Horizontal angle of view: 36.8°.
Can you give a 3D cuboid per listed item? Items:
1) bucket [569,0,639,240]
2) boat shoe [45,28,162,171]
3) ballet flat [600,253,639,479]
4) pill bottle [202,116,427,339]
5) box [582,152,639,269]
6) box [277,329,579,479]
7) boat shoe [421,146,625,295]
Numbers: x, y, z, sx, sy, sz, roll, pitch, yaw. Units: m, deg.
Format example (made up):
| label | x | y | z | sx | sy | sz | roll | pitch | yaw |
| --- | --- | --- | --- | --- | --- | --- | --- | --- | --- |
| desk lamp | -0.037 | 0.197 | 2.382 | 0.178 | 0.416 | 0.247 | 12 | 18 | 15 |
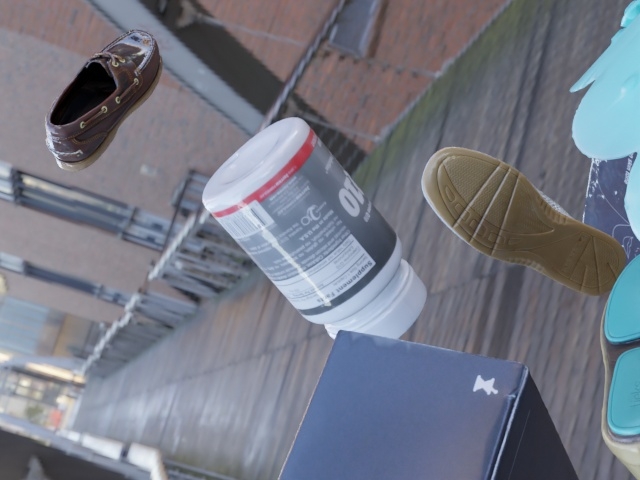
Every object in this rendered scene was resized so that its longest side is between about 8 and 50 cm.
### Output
| label | x | y | z | sx | sy | sz | roll | pitch | yaw |
| --- | --- | --- | --- | --- | --- | --- | --- | --- | --- |
| bucket | 0.262 | -0.053 | 0.370 | 0.183 | 0.281 | 0.281 | -57 | 17 | 32 |
| boat shoe | -0.240 | -0.173 | 1.081 | 0.073 | 0.073 | 0.207 | 82 | -156 | -51 |
| ballet flat | 0.262 | 0.098 | 0.760 | 0.080 | 0.073 | 0.232 | -16 | 28 | 34 |
| pill bottle | 0.000 | 0.000 | 1.209 | 0.161 | 0.283 | 0.161 | -35 | 21 | 16 |
| box | 0.752 | -0.037 | 1.761 | 0.472 | 0.297 | 0.480 | 56 | 165 | 36 |
| box | 0.122 | 0.325 | 1.020 | 0.293 | 0.212 | 0.395 | -66 | -33 | -25 |
| boat shoe | 0.221 | -0.022 | 1.115 | 0.098 | 0.277 | 0.096 | -58 | 20 | 4 |
